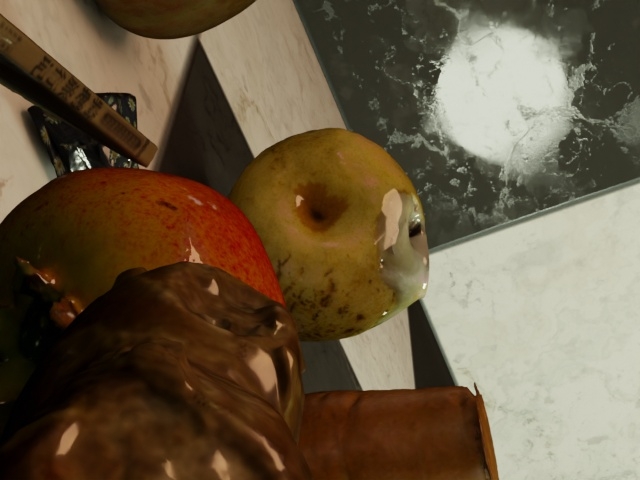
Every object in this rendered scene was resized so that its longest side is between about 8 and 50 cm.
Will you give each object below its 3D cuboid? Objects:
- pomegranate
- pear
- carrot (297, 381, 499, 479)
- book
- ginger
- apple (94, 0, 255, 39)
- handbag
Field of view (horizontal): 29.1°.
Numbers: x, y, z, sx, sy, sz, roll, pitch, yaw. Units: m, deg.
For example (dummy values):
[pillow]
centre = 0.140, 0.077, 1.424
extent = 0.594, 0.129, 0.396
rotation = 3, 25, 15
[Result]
[pomegranate]
centre = -0.136, 0.059, 0.822
extent = 0.256, 0.221, 0.221
rotation = -13, 83, -67
[pear]
centre = 0.000, 0.000, 1.471
extent = 0.271, 0.271, 0.271
rotation = -19, 90, -79
[carrot]
centre = 0.071, 0.239, 1.412
extent = 0.196, 0.254, 0.196
rotation = -15, 90, -78
[book]
centre = -0.244, -0.146, 0.757
extent = 0.217, 0.021, 0.310
rotation = 30, -6, 22
[ginger]
centre = -0.109, 0.167, 0.582
extent = 0.152, 0.274, 0.357
rotation = 32, 15, -11
[apple]
centre = -0.158, -0.353, 1.347
extent = 0.257, 0.234, 0.257
rotation = -22, 90, -78
[handbag]
centre = -0.192, -0.063, 1.099
extent = 0.115, 0.072, 0.139
rotation = -45, 119, -82
